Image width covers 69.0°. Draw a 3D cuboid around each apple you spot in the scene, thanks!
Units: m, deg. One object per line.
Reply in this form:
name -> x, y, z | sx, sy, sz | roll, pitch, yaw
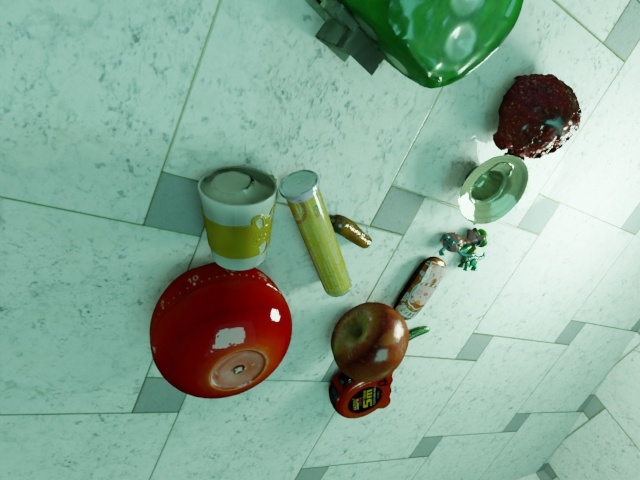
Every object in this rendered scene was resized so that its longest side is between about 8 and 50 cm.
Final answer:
apple -> 0.171, 0.343, 1.562 | 0.206, 0.252, 0.271 | 39, 85, -30

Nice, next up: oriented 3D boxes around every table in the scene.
table -> 0.044, -0.460, 1.041 | 0.175, 0.146, 0.062 | 29, 104, -38

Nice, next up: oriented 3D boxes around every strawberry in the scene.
strawberry -> 0.653, -0.356, 1.382 | 0.274, 0.220, 0.274 | -11, 122, -18

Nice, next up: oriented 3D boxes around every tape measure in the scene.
tape measure -> 0.157, 0.562, 1.790 | 0.261, 0.114, 0.253 | -14, 126, -15

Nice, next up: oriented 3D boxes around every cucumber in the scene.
cucumber -> 0.359, 0.363, 1.813 | 0.155, 0.037, 0.037 | -19, 127, -18

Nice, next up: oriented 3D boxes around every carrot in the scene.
carrot -> 0.094, -0.026, 1.409 | 0.186, 0.060, 0.060 | 30, 103, -42

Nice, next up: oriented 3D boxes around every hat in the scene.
hat -> 0.528, -0.182, 1.500 | 0.252, 0.110, 0.252 | -10, 128, -12

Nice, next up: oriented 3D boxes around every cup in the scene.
cup -> -0.187, -0.066, 1.179 | 0.241, 0.185, 0.226 | -37, 144, -43

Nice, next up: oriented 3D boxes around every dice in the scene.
dice -> 0.227, -0.533, 0.998 | 0.300, 0.287, 0.297 | 32, 102, -38

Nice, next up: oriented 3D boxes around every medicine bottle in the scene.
medicine bottle -> 0.000, 0.000, 1.327 | 0.108, 0.108, 0.426 | -29, 132, -8

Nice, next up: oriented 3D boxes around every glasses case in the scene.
glasses case -> 0.353, 0.174, 1.666 | 0.103, 0.067, 0.266 | 16, 111, -33

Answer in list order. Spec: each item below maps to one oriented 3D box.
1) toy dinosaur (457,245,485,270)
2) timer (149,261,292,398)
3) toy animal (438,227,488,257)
toy dinosaur -> 0.552, 0.060, 1.709 | 0.132, 0.059, 0.096 | -3, 110, -23
timer -> -0.262, 0.248, 1.261 | 0.378, 0.279, 0.377 | -15, 129, -20
toy animal -> 0.491, 0.013, 1.613 | 0.208, 0.100, 0.103 | -6, 80, -36
